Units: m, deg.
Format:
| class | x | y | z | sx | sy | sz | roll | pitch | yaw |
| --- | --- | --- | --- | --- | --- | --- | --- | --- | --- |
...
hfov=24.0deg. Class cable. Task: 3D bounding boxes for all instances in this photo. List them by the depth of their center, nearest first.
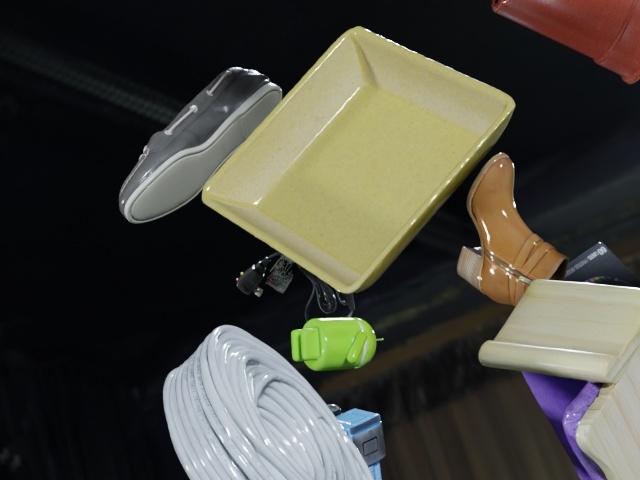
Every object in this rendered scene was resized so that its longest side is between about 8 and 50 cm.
| class | x | y | z | sx | sy | sz | roll | pitch | yaw |
| --- | --- | --- | --- | --- | --- | --- | --- | --- | --- |
| cable | -0.048 | 0.208 | 1.484 | 0.089 | 0.257 | 0.257 | -38 | -34 | 15 |

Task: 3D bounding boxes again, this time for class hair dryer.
| class | x | y | z | sx | sy | sz | roll | pitch | yaw |
| --- | --- | --- | --- | --- | --- | --- | --- | --- | --- |
| hair dryer | 0.000 | 0.000 | 2.616 | 0.223 | 0.080 | 0.293 | 27 | -81 | -28 |

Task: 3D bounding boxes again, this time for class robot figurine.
| class | x | y | z | sx | sy | sz | roll | pitch | yaw |
| --- | --- | --- | --- | --- | --- | --- | --- | --- | --- |
| robot figurine | 0.021 | 0.131 | 1.910 | 0.115 | 0.067 | 0.101 | -1 | -9 | -31 |

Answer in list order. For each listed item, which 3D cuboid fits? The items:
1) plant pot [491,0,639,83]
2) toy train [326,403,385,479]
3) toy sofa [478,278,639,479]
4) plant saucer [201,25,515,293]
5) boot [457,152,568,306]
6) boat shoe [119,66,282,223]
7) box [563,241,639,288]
| class | x | y | z | sx | sy | sz | roll | pitch | yaw |
| --- | --- | --- | --- | --- | --- | --- | --- | --- | --- |
| plant pot | 0.443 | -0.433 | 2.515 | 0.265 | 0.272 | 0.272 | 19 | -31 | -5 |
| toy train | 0.039 | 0.319 | 2.086 | 0.080 | 0.184 | 0.105 | -17 | 16 | -39 |
| toy sofa | 0.295 | 0.224 | 1.515 | 0.150 | 0.177 | 0.362 | 6 | -42 | 44 |
| plant saucer | 0.056 | -0.097 | 1.986 | 0.333 | 0.332 | 0.081 | -48 | -44 | -10 |
| boot | 0.268 | -0.006 | 2.012 | 0.073 | 0.152 | 0.197 | -13 | -60 | -41 |
| boat shoe | -0.199 | -0.148 | 2.288 | 0.335 | 0.095 | 0.112 | -42 | -29 | -28 |
| box | 0.429 | 0.167 | 2.209 | 0.165 | 0.270 | 0.143 | -33 | -22 | -22 |
